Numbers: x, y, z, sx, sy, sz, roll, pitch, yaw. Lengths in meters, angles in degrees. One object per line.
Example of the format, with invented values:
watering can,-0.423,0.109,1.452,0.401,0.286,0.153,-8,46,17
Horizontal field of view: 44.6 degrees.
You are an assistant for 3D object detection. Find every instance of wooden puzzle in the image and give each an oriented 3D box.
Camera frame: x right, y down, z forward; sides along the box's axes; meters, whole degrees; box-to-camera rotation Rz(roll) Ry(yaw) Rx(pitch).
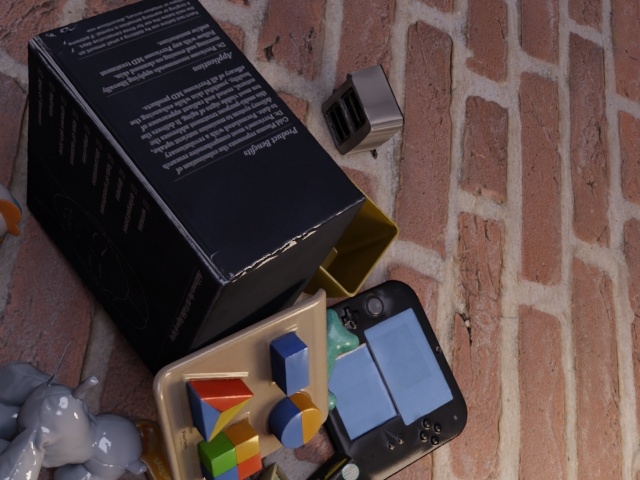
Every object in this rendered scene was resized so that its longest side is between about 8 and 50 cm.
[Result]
wooden puzzle,-0.105,0.282,1.330,0.348,0.322,0.080,-27,43,-30

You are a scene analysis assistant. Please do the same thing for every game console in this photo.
game console,0.137,0.305,1.728,0.342,0.060,0.386,-21,84,-34

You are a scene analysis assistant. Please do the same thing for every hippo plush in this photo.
hippo plush,-0.429,0.322,1.330,0.294,0.234,0.236,-51,134,0

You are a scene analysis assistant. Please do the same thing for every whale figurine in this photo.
whale figurine,-0.035,0.259,1.567,0.272,0.141,0.216,-41,96,-15

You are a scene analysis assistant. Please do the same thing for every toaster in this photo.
toaster,0.102,-0.299,1.856,0.110,0.168,0.185,-17,81,-30

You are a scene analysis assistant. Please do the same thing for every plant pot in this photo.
plant pot,0.000,0.000,1.678,0.212,0.187,0.212,45,57,-10

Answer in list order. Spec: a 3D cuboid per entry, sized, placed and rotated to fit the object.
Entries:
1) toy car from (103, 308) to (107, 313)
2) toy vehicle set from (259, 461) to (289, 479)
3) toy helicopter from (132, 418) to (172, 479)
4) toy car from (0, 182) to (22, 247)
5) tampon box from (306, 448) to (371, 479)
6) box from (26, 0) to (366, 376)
toy car,-0.299,0.065,1.564,0.239,0.053,0.224,20,65,-23
toy vehicle set,-0.030,0.565,1.486,0.035,0.166,0.266,-35,94,4
toy helicopter,-0.267,0.492,1.414,0.235,0.140,0.355,-29,78,-25
toy car,-0.574,-0.034,1.299,0.219,0.238,0.210,-54,137,-37
tampon box,0.057,0.525,1.561,0.120,0.101,0.161,-42,97,-13
box,-0.245,-0.066,1.327,0.297,0.480,0.471,-30,76,-32
